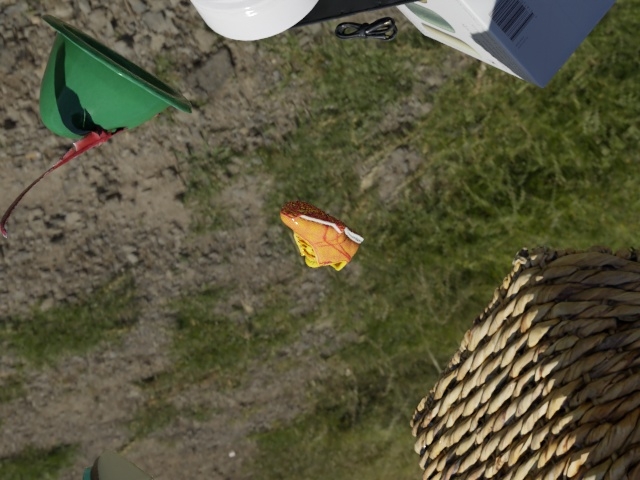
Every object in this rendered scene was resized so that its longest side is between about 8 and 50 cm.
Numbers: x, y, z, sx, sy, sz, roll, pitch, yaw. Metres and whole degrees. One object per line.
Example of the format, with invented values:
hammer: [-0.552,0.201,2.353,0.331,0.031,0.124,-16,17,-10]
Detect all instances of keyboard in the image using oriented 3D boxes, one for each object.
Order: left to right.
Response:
keyboard: [0.042,-0.248,0.834,0.180,0.108,0.023,-5,-177,28]

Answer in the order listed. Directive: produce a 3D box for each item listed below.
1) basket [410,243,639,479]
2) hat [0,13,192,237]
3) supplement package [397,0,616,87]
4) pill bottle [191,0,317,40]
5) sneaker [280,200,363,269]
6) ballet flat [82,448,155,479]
basket: [0.225,0.175,0.667,0.213,0.223,0.299,2,140,-15]
hat: [-0.259,-0.113,0.871,0.183,0.173,0.208,-57,157,6]
supplement package: [0.190,-0.340,0.966,0.199,0.262,0.198,35,97,-35]
pill bottle: [-0.101,-0.306,0.699,0.161,0.161,0.283,-30,150,4]
sneaker: [0.000,0.000,1.005,0.067,0.064,0.175,-58,149,0]
ballet flat: [-0.045,0.205,0.353,0.086,0.248,0.086,-12,155,-6]
